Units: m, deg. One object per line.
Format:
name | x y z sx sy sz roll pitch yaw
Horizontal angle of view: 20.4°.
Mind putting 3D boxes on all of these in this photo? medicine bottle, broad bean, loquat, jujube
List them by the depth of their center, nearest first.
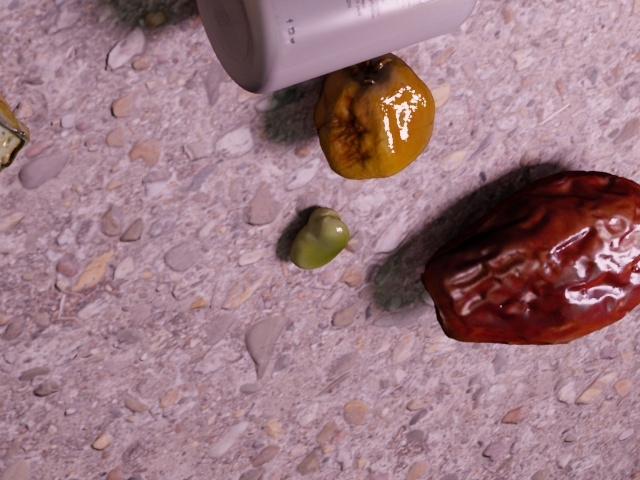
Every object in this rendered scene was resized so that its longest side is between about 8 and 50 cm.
medicine bottle | 0.040 -0.248 1.644 0.289 0.157 0.157 -20 140 -20
loquat | 0.053 -0.129 1.820 0.137 0.113 0.137 -11 126 -15
broad bean | 0.000 0.000 1.971 0.063 0.045 0.083 -1 138 -36
jujube | 0.265 0.024 2.085 0.290 0.197 0.197 -20 142 0

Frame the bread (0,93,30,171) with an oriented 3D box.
bread | -0.377 -0.060 1.586 0.232 0.088 0.128 -42 152 -2
